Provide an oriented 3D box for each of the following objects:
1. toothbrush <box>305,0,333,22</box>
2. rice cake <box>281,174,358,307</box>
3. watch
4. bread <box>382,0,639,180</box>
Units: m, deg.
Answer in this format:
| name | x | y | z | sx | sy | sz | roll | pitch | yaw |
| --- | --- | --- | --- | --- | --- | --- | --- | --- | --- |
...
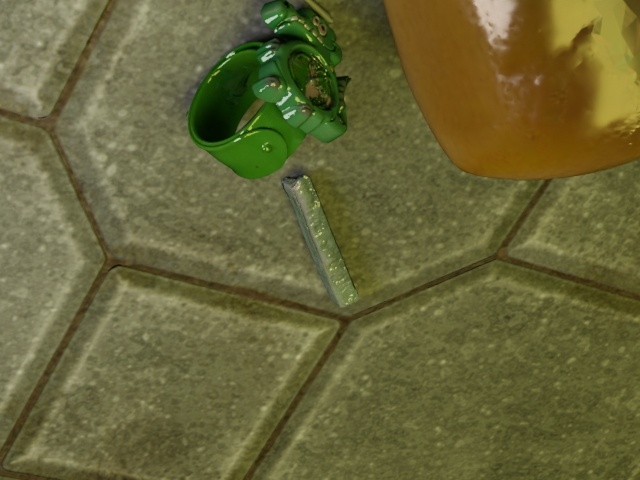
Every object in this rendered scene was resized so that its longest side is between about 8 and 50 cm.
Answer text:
| name | x | y | z | sx | sy | sz | roll | pitch | yaw |
| --- | --- | --- | --- | --- | --- | --- | --- | --- | --- |
| toothbrush | -0.030 | -0.263 | 1.847 | 0.013 | 0.011 | 0.131 | -29 | 136 | 29 |
| rice cake | 0.001 | 0.000 | 2.052 | 0.033 | 0.033 | 0.207 | -32 | 131 | -11 |
| watch | -0.057 | -0.150 | 1.857 | 0.152 | 0.165 | 0.131 | -26 | 138 | 32 |
| bread | 0.239 | -0.257 | 1.722 | 0.348 | 0.253 | 0.376 | -17 | 105 | -5 |
